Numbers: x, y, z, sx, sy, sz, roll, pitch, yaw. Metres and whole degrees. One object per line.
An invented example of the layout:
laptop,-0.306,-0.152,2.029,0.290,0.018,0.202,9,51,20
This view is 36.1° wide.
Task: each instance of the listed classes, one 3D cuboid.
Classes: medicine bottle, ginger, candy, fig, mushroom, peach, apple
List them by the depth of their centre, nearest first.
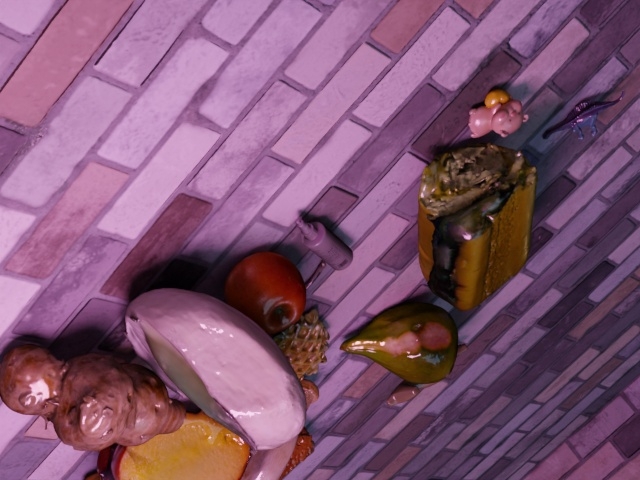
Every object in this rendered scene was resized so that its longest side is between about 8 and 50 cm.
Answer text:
ginger,-0.403,0.295,1.834,0.375,0.256,0.176,23,86,-53
candy,-0.187,0.245,1.861,0.186,0.386,0.427,-49,169,-22
apple,-0.105,0.106,1.925,0.163,0.139,0.163,-21,144,-16
medicine bottle,0.000,0.000,1.956,0.057,0.058,0.199,-40,144,8
peach,-0.329,0.496,2.146,0.361,0.258,0.201,-20,177,-35
mushroom,-0.116,0.472,2.245,0.095,0.122,0.351,50,62,-39
fig,0.180,0.238,2.300,0.274,0.206,0.206,-1,139,-2

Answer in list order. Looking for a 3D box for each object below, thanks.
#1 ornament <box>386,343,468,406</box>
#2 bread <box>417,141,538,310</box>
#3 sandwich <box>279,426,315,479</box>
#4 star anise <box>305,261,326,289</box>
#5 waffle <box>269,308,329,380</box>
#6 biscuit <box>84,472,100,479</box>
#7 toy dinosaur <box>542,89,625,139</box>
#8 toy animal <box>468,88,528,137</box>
ornament,0.263,0.330,2.453,0.244,0.061,0.230,-31,-175,-1
bread,0.317,-0.030,2.044,0.251,0.208,0.377,-33,146,-14
sandwich,-0.147,0.543,2.388,0.301,0.162,0.250,-15,145,-21
star anise,-0.117,0.134,2.057,0.148,0.218,0.227,50,51,-26
waffle,-0.077,0.253,2.193,0.214,0.054,0.208,-23,140,-11
biscuit,-0.529,0.649,2.283,0.359,0.074,0.381,-47,141,15
toy dinosaur,0.571,-0.262,2.116,0.197,0.045,0.080,-29,142,8
toy animal,0.351,-0.243,1.930,0.114,0.082,0.091,-26,143,-11
